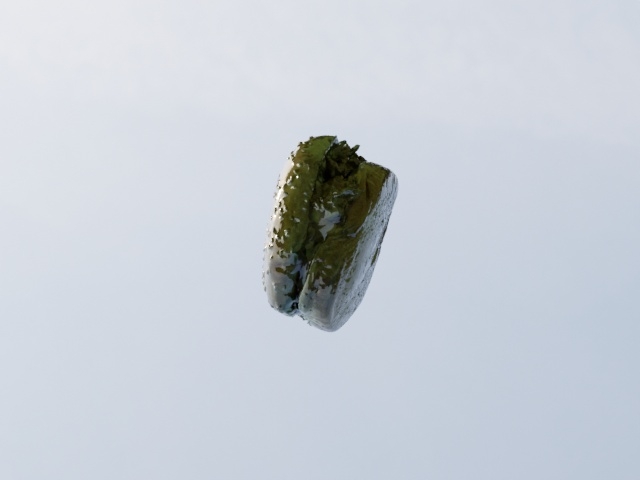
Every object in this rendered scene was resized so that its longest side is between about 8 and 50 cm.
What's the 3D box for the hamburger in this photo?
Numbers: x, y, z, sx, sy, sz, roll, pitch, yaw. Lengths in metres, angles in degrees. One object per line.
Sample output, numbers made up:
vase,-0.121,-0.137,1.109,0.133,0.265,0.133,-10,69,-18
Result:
hamburger,0.000,0.000,1.911,0.122,0.215,0.189,17,-155,8
